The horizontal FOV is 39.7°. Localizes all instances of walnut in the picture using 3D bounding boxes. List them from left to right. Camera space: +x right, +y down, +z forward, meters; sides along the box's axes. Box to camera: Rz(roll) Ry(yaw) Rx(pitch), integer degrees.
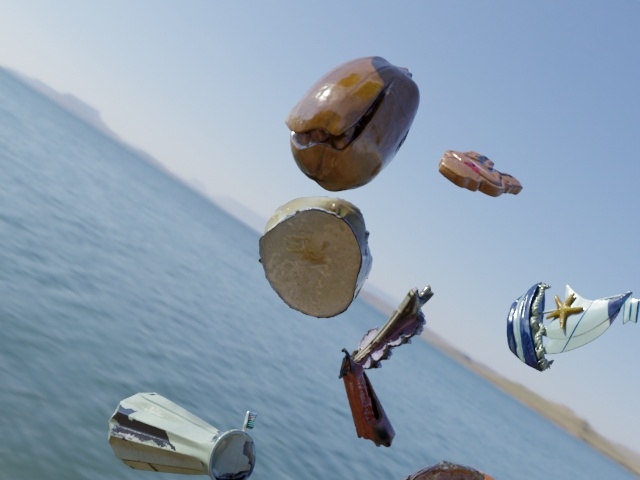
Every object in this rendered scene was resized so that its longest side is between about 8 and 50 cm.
[{"bbox_3d":[0.072,-0.230,1.631,0.209,0.336,0.209,27,-38,23],"label":"walnut"}]

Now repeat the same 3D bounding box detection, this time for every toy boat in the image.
[{"bbox_3d":[0.538,0.169,1.874,0.291,0.221,0.067,-14,-41,34],"label":"toy boat"}]

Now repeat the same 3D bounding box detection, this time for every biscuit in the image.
[{"bbox_3d":[0.443,-0.194,2.492,0.202,0.047,0.333,42,27,26],"label":"biscuit"}]

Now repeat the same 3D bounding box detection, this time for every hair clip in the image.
[{"bbox_3d":[0.161,0.217,2.083,0.084,0.292,0.106,21,30,-42],"label":"hair clip"}]

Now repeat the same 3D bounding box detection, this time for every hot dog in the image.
[{"bbox_3d":[0.288,0.565,1.933,0.256,0.153,0.150,0,-39,10],"label":"hot dog"}]

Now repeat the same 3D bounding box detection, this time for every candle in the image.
[{"bbox_3d":[0.096,0.348,1.940,0.059,0.084,0.302,-113,-177,-57],"label":"candle"}]

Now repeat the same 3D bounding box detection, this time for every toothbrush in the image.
[{"bbox_3d":[-0.209,0.576,2.219,0.030,0.304,0.030,12,-23,5],"label":"toothbrush"}]

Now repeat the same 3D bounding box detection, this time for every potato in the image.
[{"bbox_3d":[0.000,0.000,1.978,0.246,0.300,0.196,12,40,5],"label":"potato"}]

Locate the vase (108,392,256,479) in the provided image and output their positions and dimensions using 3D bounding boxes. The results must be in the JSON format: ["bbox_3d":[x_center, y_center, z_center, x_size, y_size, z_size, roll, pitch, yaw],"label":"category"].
[{"bbox_3d":[-0.289,0.410,1.799,0.360,0.165,0.165,2,-24,47],"label":"vase"}]
